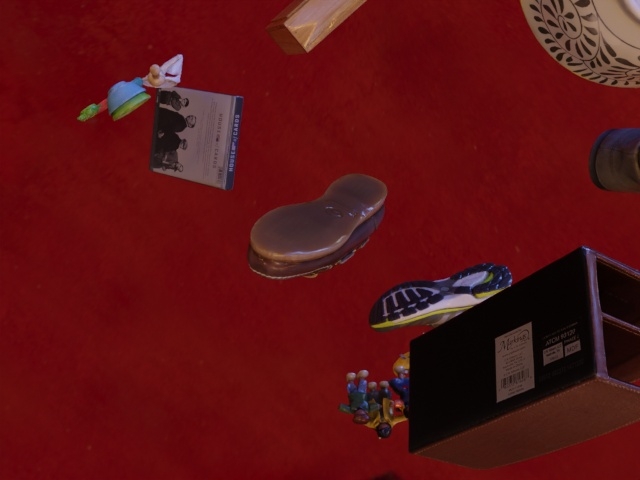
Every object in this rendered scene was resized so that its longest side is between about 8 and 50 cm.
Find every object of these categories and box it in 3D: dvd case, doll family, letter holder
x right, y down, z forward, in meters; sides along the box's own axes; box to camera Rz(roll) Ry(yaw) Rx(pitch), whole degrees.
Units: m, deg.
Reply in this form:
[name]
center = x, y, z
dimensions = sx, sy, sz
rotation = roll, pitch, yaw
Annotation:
[dvd case]
center = -0.248, -0.206, 1.828
dimensions = 0.238, 0.029, 0.179
rotation = 16, 102, 41
[doll family]
center = 0.126, 0.261, 1.461
dimensions = 0.193, 0.111, 0.076
rotation = -10, 132, 3
[letter holder]
center = 0.277, 0.163, 1.087
dimensions = 0.214, 0.152, 0.302
rotation = 21, 145, -26

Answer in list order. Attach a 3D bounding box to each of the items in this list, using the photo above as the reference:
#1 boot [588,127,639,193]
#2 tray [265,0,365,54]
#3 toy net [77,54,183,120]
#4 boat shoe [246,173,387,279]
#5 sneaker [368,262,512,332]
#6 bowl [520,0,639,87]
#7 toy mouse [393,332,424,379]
[boot]
center = 0.447, -0.064, 0.880
dimensions = 0.338, 0.222, 0.118
rotation = 14, 89, -16
[tray]
center = 0.085, -0.504, 1.713
dimensions = 0.411, 0.203, 0.076
rotation = -41, 106, -3
[toy net]
center = -0.288, -0.238, 1.501
dimensions = 0.122, 0.232, 0.045
rotation = -31, 99, 32
[boat shoe]
center = 0.000, 0.000, 0.884
dimensions = 0.073, 0.207, 0.073
rotation = 32, 122, 22
[sneaker]
center = 0.246, 0.145, 1.882
dimensions = 0.299, 0.111, 0.121
rotation = -13, 123, 9
[bowl]
center = 0.216, -0.176, 0.596
dimensions = 0.170, 0.080, 0.170
rotation = 1, 108, 2
[toy mouse]
center = 0.194, 0.282, 2.025
dimensions = 0.031, 0.143, 0.161
rotation = 21, 103, -16
